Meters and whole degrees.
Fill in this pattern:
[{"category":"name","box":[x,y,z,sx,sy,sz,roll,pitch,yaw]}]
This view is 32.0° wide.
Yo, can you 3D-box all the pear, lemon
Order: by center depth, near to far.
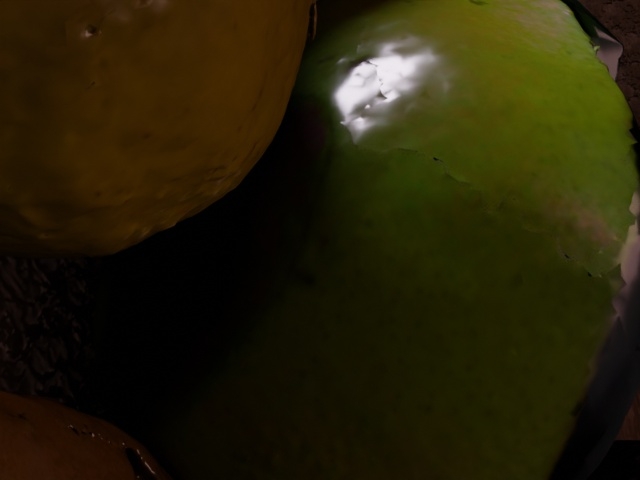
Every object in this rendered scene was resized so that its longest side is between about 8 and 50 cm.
[{"category":"lemon","box":[-0.124,-0.113,0.472,0.310,0.254,0.253,85,-3,-78]},{"category":"pear","box":[-0.005,0.001,0.628,0.165,0.399,0.398,28,47,-26]}]

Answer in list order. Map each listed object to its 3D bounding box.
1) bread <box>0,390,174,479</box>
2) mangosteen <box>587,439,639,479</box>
[{"category":"bread","box":[-0.131,0.164,0.444,0.270,0.143,0.195,42,40,-51]},{"category":"mangosteen","box":[0.286,0.368,1.043,0.435,0.382,0.382,16,62,-45]}]
